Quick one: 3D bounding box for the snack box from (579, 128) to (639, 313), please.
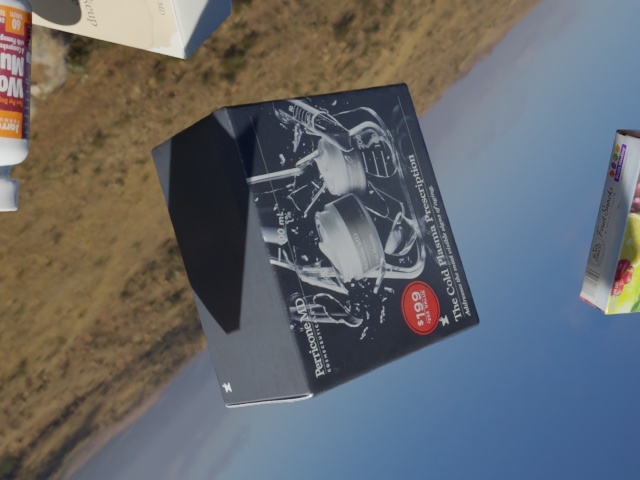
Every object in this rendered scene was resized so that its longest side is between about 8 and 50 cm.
[{"bbox_3d":[0.269,-0.015,0.713,0.037,0.100,0.141,-140,-128,-58],"label":"snack box"}]

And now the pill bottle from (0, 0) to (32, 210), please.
[{"bbox_3d":[-0.364,-0.143,0.934,0.121,0.121,0.221,-35,127,-85],"label":"pill bottle"}]

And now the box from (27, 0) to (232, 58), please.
[{"bbox_3d":[-0.281,-0.350,1.153,0.121,0.311,0.148,-57,152,-36],"label":"box"}]

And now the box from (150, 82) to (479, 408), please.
[{"bbox_3d":[0.000,0.000,1.147,0.312,0.344,0.179,-16,178,-40],"label":"box"}]
